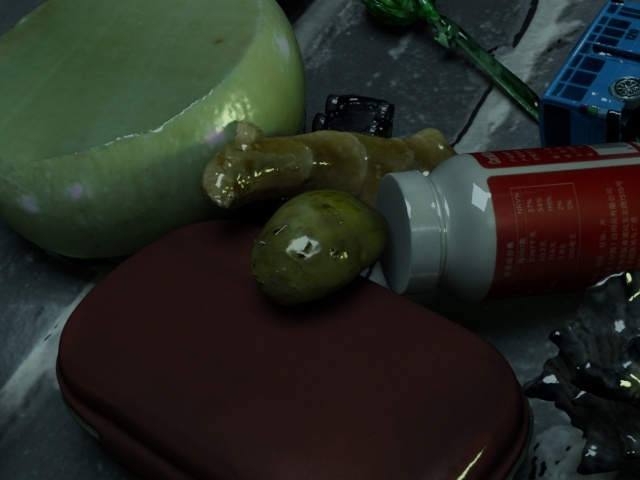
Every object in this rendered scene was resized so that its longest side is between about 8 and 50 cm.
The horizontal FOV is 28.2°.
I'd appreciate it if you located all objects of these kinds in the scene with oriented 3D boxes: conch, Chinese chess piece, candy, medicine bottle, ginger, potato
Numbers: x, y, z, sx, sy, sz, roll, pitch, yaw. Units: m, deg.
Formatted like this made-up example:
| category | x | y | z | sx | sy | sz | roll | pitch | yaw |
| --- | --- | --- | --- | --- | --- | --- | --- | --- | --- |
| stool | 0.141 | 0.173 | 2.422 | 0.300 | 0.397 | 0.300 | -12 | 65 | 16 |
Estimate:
| category | x | y | z | sx | sy | sz | roll | pitch | yaw |
| --- | --- | --- | --- | --- | --- | --- | --- | --- | --- |
| conch | 0.309 | 0.089 | 0.947 | 0.312 | 0.241 | 0.186 | -4 | 9 | -10 |
| Chinese chess piece | -0.184 | -0.134 | 1.269 | 0.349 | 0.146 | 0.349 | -13 | 41 | 11 |
| candy | 0.149 | -0.223 | 1.397 | 0.097 | 0.097 | 0.323 | -30 | 56 | -18 |
| medicine bottle | 0.181 | -0.015 | 1.112 | 0.250 | 0.131 | 0.131 | -6 | 44 | -13 |
| ginger | 0.024 | -0.044 | 1.164 | 0.294 | 0.131 | 0.086 | 1 | -6 | -28 |
| potato | 0.000 | 0.000 | 1.054 | 0.091 | 0.070 | 0.138 | 22 | 43 | 27 |

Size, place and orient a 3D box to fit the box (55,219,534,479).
| category | x | y | z | sx | sy | sz | roll | pitch | yaw |
| --- | --- | --- | --- | --- | --- | --- | --- | --- | --- |
| box | -0.029 | 0.126 | 1.054 | 0.404 | 0.108 | 0.263 | 28 | 54 | 31 |

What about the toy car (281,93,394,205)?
| category | x | y | z | sx | sy | sz | roll | pitch | yaw |
| --- | --- | --- | --- | --- | --- | --- | --- | --- | --- |
| toy car | 0.019 | -0.080 | 1.280 | 0.071 | 0.062 | 0.165 | 12 | 49 | 22 |

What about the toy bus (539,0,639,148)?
| category | x | y | z | sx | sy | sz | roll | pitch | yaw |
| --- | --- | --- | --- | --- | --- | --- | --- | --- | --- |
| toy bus | 0.299 | -0.162 | 1.293 | 0.106 | 0.090 | 0.185 | 18 | 52 | 27 |
